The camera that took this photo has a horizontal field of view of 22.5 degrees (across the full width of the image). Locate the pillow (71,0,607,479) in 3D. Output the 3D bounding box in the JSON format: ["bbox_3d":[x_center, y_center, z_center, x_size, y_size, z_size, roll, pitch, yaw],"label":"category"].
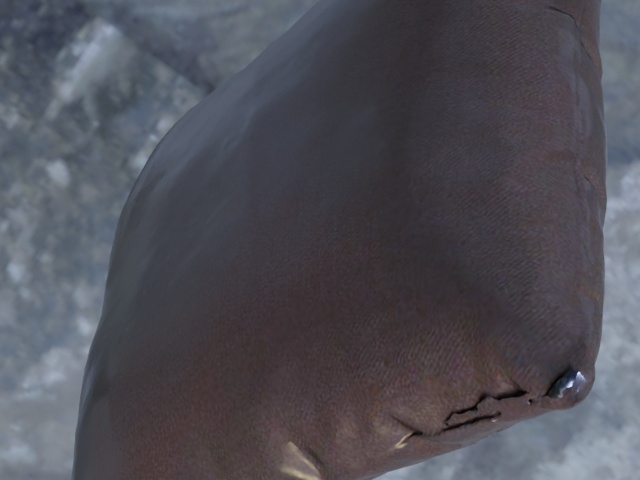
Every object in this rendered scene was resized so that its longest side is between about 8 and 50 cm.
[{"bbox_3d":[0.000,0.000,0.696,0.308,0.108,0.305,-35,33,39],"label":"pillow"}]
